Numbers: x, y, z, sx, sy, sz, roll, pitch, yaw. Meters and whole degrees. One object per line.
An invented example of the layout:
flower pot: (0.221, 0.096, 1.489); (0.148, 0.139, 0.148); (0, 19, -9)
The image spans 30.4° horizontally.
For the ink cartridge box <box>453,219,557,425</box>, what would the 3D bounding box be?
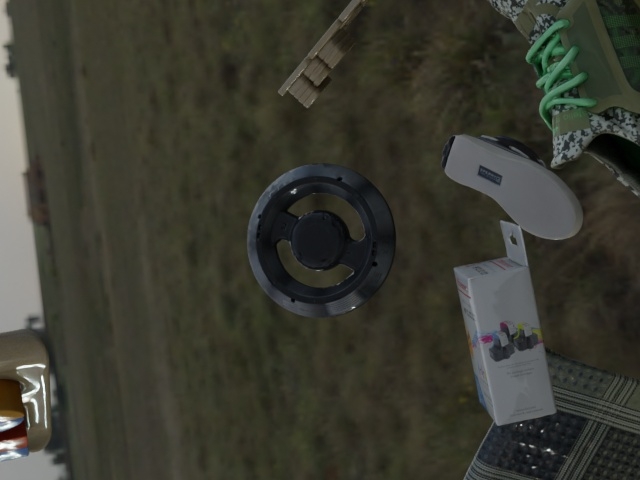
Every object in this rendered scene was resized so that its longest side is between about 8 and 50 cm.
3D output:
ink cartridge box: (0.174, 0.076, 1.144); (0.104, 0.062, 0.181); (-118, 17, -85)

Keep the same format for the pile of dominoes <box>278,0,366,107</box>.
pile of dominoes: (0.054, -0.264, 1.376); (0.251, 0.040, 0.196); (-47, 4, 30)

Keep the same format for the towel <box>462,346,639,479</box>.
towel: (0.410, 0.327, 1.821); (0.056, 0.324, 0.312); (-96, 27, -64)

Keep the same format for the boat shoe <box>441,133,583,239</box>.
boat shoe: (0.401, -0.116, 2.252); (0.340, 0.158, 0.127); (39, 125, 38)

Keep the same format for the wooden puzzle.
wooden puzzle: (-0.528, 0.254, 1.605); (0.348, 0.322, 0.080); (107, 150, -57)

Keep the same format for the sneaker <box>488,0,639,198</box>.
sneaker: (0.277, -0.160, 1.188); (0.410, 0.182, 0.158); (44, 158, 9)

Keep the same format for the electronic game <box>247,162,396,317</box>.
electronic game: (0.000, 0.000, 1.736); (0.048, 0.229, 0.229); (9, -108, -72)
